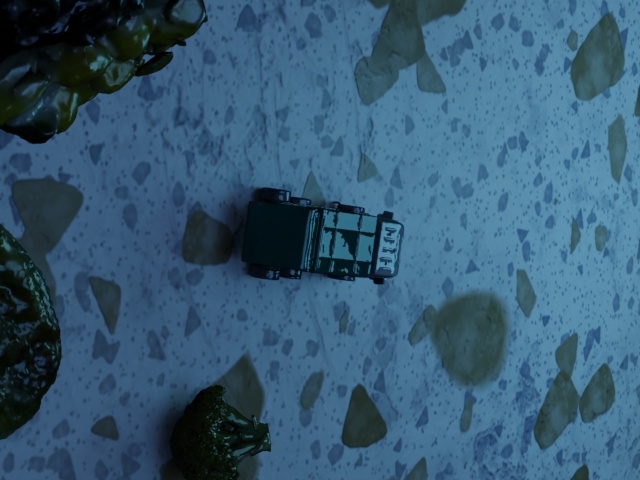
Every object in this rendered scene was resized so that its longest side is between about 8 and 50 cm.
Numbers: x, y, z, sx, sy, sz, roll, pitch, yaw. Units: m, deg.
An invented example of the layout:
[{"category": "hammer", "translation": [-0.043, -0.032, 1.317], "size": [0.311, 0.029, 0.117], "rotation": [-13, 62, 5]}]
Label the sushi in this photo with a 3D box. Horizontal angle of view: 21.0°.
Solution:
[{"category": "sushi", "translation": [-0.303, -0.233, 1.647], "size": [0.328, 0.327, 0.285], "rotation": [-39, 133, -41]}]

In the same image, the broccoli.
[{"category": "broccoli", "translation": [-0.120, 0.243, 2.069], "size": [0.130, 0.120, 0.131], "rotation": [83, -2, -55]}]

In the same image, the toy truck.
[{"category": "toy truck", "translation": [0.000, 0.000, 2.176], "size": [0.253, 0.124, 0.114], "rotation": [7, 92, -47]}]

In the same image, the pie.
[{"category": "pie", "translation": [-0.384, 0.103, 1.775], "size": [0.277, 0.078, 0.277], "rotation": [-5, 97, -48]}]
